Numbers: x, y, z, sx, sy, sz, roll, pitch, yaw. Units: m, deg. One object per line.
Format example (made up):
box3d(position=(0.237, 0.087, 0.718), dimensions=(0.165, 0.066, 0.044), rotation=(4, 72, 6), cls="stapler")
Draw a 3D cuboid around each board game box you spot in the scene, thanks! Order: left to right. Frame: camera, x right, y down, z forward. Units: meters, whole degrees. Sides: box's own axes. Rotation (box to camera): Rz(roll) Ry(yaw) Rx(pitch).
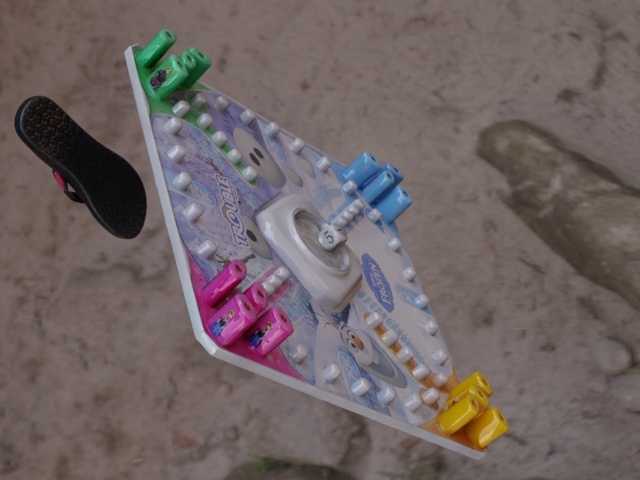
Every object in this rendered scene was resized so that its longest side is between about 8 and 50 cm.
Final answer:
box3d(position=(0.000, 0.000, 1.238), dimensions=(0.050, 0.390, 0.390), rotation=(-40, 46, 24), cls="board game box")

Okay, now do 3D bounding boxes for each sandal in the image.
box3d(position=(-0.236, -0.072, 1.237), dimensions=(0.040, 0.179, 0.067), rotation=(-7, 45, 44), cls="sandal")
